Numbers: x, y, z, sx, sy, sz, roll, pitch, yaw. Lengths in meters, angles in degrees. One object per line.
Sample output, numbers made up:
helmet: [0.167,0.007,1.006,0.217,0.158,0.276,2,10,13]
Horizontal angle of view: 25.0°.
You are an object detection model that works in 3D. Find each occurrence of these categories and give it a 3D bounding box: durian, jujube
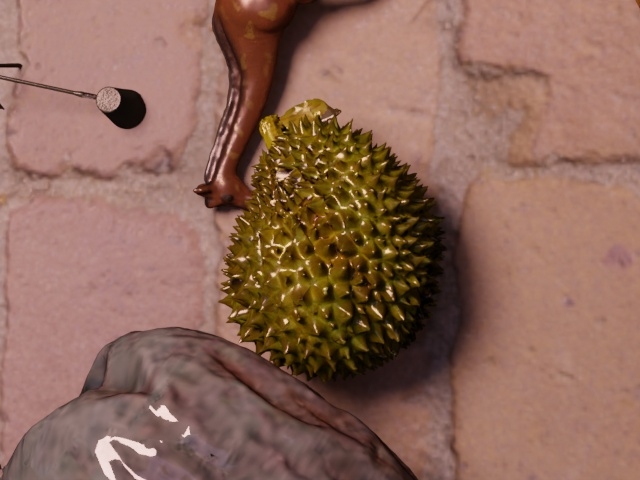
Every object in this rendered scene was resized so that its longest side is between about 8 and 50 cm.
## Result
durian: [0.012,0.006,1.029,0.159,0.146,0.198,13,100,9]
jujube: [-0.056,0.199,0.989,0.308,0.215,0.246,39,127,3]

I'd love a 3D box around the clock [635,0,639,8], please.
clock: [0.352,-0.157,0.954,0.244,0.200,0.317,-27,88,12]

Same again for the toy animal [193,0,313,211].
toy animal: [-0.037,-0.159,1.103,0.229,0.066,0.224,-31,98,-1]

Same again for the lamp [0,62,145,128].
lamp: [-0.203,-0.116,1.138,0.121,0.054,0.041,11,87,14]
